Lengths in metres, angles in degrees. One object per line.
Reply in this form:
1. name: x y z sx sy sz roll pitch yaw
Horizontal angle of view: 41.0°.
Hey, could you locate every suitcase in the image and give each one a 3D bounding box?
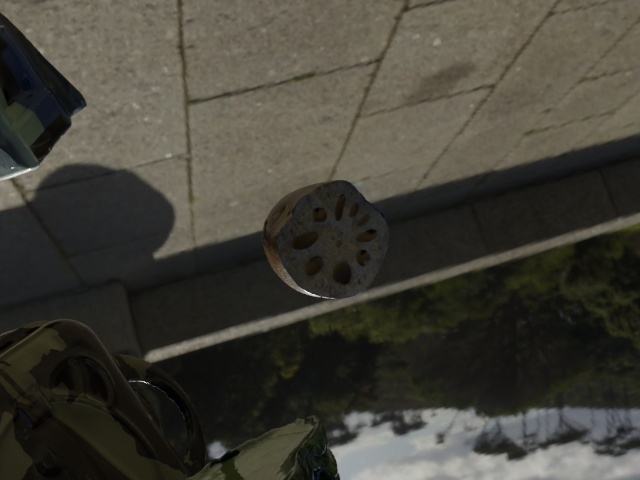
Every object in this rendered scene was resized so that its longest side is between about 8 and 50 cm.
1. suitcase: -0.257 0.261 0.863 0.194 0.351 0.339 -26 -170 35

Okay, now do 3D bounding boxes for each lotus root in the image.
1. lotus root: -0.002 0.002 0.861 0.081 0.122 0.112 2 -129 56

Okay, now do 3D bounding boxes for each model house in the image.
1. model house: -0.037 0.285 0.742 0.195 0.189 0.214 -30 -176 11

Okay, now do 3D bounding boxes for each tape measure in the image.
1. tape measure: -0.469 -0.181 1.037 0.259 0.138 0.262 -9 136 27
